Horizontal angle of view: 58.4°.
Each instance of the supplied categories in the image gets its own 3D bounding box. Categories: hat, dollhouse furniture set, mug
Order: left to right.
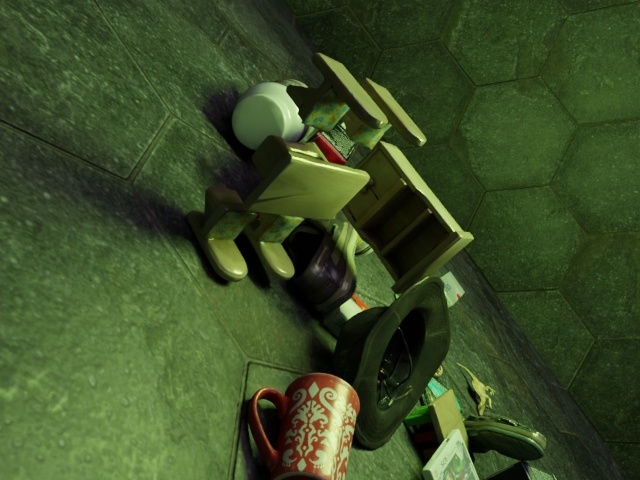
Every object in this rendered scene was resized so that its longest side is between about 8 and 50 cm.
[{"bbox_3d":[-0.027,0.280,0.782,0.169,0.150,0.113,-75,162,-61],"label":"mug"},{"bbox_3d":[0.053,-0.053,0.994,0.394,0.362,0.256,4,47,-54],"label":"dollhouse furniture set"},{"bbox_3d":[0.111,0.203,1.063,0.134,0.331,0.331,18,-6,37],"label":"hat"}]

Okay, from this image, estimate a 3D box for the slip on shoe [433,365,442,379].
[{"bbox_3d":[0.270,0.302,1.493,0.135,0.052,0.041,56,-22,32],"label":"slip on shoe"}]

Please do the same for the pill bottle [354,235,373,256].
[{"bbox_3d":[0.061,-0.058,1.509,0.208,0.119,0.119,42,22,-32],"label":"pill bottle"}]

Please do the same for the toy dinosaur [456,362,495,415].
[{"bbox_3d":[0.472,0.439,1.702,0.093,0.053,0.183,39,24,-33],"label":"toy dinosaur"}]

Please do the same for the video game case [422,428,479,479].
[{"bbox_3d":[0.263,0.480,1.078,0.173,0.022,0.190,-16,84,-58],"label":"video game case"}]

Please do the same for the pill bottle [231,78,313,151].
[{"bbox_3d":[-0.115,-0.315,1.456,0.176,0.176,0.318,51,19,-8],"label":"pill bottle"}]

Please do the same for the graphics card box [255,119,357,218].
[{"bbox_3d":[-0.027,-0.167,1.320,0.094,0.233,0.371,44,19,-8],"label":"graphics card box"}]

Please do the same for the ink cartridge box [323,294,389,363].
[{"bbox_3d":[0.082,0.159,1.281,0.189,0.066,0.232,45,25,-22],"label":"ink cartridge box"}]

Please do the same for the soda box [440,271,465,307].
[{"bbox_3d":[0.412,0.181,1.952,0.098,0.091,0.286,57,19,10],"label":"soda box"}]

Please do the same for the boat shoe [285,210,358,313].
[{"bbox_3d":[0.000,0.000,1.248,0.130,0.132,0.355,41,22,-26],"label":"boat shoe"}]

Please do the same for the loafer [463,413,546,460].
[{"bbox_3d":[0.389,0.415,1.256,0.096,0.267,0.084,46,62,-7],"label":"loafer"}]

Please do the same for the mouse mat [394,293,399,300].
[{"bbox_3d":[0.280,0.249,1.658,0.190,0.007,0.152,42,22,-26],"label":"mouse mat"}]

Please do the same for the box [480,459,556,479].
[{"bbox_3d":[0.424,0.564,1.220,0.207,0.153,0.108,36,25,-44],"label":"box"}]

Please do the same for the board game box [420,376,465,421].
[{"bbox_3d":[0.295,0.396,1.404,0.186,0.026,0.126,40,22,-33],"label":"board game box"}]

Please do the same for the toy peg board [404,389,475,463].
[{"bbox_3d":[0.251,0.418,1.217,0.161,0.079,0.160,5,66,-63],"label":"toy peg board"}]
